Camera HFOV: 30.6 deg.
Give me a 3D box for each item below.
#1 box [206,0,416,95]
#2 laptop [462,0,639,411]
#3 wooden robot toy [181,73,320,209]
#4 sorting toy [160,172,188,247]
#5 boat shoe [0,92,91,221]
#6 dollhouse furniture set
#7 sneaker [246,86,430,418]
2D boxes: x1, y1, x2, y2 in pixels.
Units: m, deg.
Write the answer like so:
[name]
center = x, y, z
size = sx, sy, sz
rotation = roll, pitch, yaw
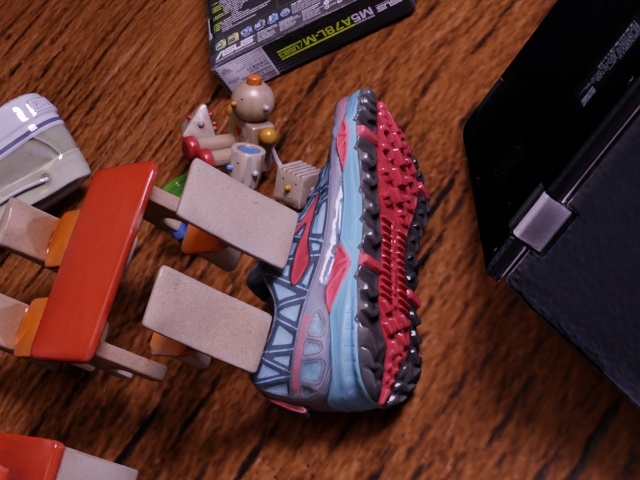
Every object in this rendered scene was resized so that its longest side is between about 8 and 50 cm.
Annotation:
[box]
center = -0.016, -0.240, 1.079
size = 0.190, 0.045, 0.184
rotation = -24, 43, 15
[laptop]
center = 0.293, -0.087, 0.659
size = 0.382, 0.236, 0.408
rotation = -53, 11, 20
[wooden robot toy]
center = -0.061, -0.092, 0.939
size = 0.076, 0.079, 0.173
rotation = -7, 30, -34
[sorting toy]
center = -0.097, -0.021, 0.957
size = 0.061, 0.042, 0.102
rotation = -35, 29, -20
[boat shoe]
center = -0.341, -0.008, 1.054
size = 0.302, 0.109, 0.094
rotation = -38, 85, 10
[dollhouse furniture set]
center = -0.174, 0.064, 0.814
size = 0.262, 0.135, 0.259
rotation = -6, 63, 48
[sneaker]
center = 0.000, 0.000, 0.826
size = 0.125, 0.104, 0.262
rotation = -14, 48, 25
